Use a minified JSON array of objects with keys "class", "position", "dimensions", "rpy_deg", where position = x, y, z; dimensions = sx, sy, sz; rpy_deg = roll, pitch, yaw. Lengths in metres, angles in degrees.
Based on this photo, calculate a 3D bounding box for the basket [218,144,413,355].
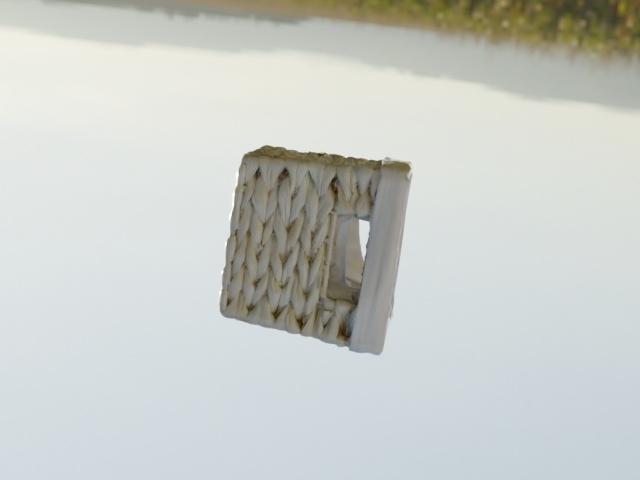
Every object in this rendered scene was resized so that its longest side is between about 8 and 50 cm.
[{"class":"basket","position":[0.000,0.000,1.015],"dimensions":[0.103,0.113,0.167],"rpy_deg":[9,-175,4]}]
